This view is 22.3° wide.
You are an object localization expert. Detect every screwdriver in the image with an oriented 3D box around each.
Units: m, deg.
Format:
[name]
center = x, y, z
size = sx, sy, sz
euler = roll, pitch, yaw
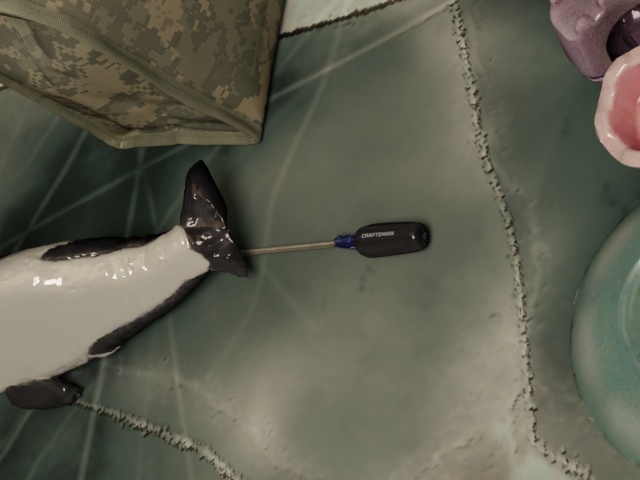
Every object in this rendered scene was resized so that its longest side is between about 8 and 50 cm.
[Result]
[screwdriver]
center = 0.000, 0.000, 1.108
size = 0.170, 0.024, 0.025
euler = 0, 102, 36

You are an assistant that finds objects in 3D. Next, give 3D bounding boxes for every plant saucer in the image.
[plant saucer]
center = 0.225, 0.044, 0.929
size = 0.195, 0.037, 0.195
euler = -12, 66, 30

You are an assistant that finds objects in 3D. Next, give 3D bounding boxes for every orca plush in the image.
[orca plush]
center = -0.189, 0.020, 1.180
size = 0.287, 0.151, 0.102
euler = -35, 25, 22

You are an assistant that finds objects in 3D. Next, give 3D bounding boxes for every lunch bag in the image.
[lunch bag]
center = -0.156, -0.215, 1.129
size = 0.169, 0.287, 0.235
euler = 1, 74, 34

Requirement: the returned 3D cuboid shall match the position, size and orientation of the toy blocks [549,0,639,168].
[toy blocks]
center = 0.230, -0.152, 0.800
size = 0.288, 0.260, 0.309
euler = -57, 44, 22
